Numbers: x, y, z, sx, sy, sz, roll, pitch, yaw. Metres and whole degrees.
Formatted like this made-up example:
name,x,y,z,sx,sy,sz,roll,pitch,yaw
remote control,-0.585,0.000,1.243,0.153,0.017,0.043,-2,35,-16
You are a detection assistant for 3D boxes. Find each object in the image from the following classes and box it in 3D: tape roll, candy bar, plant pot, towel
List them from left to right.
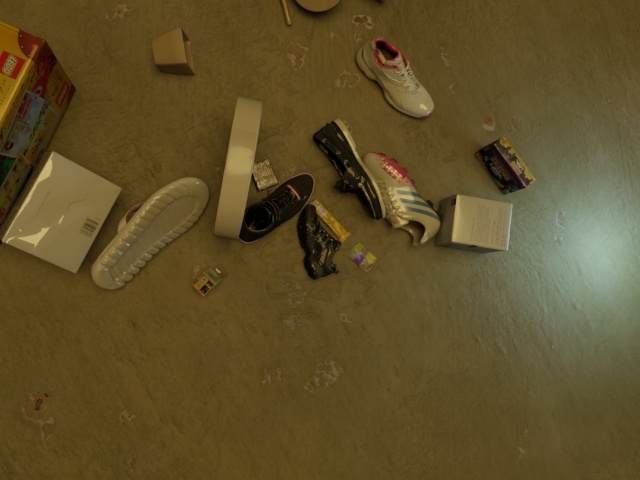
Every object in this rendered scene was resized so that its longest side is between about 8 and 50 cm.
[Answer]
name,x,y,z,sx,sy,sz,roll,pitch,yaw
plant pot,-0.436,-0.550,1.806,0.096,0.109,0.109,-9,87,1
tape roll,-0.227,-0.194,1.668,0.071,0.392,0.392,11,83,-10
candy bar,0.026,-0.064,1.889,0.040,0.018,0.161,-44,93,-15
towel,0.132,0.053,1.903,0.083,0.009,0.060,42,80,-5

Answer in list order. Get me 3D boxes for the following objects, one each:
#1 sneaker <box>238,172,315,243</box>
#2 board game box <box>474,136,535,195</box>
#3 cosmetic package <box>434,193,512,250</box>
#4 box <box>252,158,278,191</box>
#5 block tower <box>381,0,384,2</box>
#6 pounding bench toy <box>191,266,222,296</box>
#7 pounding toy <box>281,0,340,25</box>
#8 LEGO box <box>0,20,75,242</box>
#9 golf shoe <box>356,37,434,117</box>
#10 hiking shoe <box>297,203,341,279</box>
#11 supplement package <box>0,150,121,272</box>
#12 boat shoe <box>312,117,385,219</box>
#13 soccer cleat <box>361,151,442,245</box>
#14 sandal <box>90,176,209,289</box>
name,x,y,z,sx,sy,sz,roll,pitch,yaw
sneaker,-0.120,-0.102,1.800,0.295,0.147,0.105,-41,91,-13
board game box,0.581,-0.233,1.946,0.048,0.141,0.170,-38,92,-12
cosmetic package,0.471,-0.049,1.903,0.183,0.151,0.152,8,84,-9
box,-0.174,-0.199,1.863,0.067,0.018,0.083,-23,89,-12
block tower,0.083,-0.883,1.920,0.335,0.097,0.091,31,87,-3
pounding bench toy,-0.327,0.118,1.793,0.052,0.083,0.065,46,110,-1
pounding toy,-0.020,-0.795,1.918,0.236,0.110,0.183,-19,101,17
LEGO box,-0.854,-0.265,1.563,0.193,0.372,0.500,23,82,-8
golf shoe,0.243,-0.505,1.909,0.306,0.140,0.115,41,78,-6
hiking shoe,0.000,0.000,1.857,0.114,0.086,0.227,-9,92,-25
supplement package,-0.703,-0.078,1.656,0.204,0.145,0.262,32,80,-32
boat shoe,0.081,-0.200,1.857,0.113,0.127,0.340,-26,88,-11
soccer cleat,0.233,-0.124,1.875,0.331,0.116,0.143,45,63,-6
sandal,-0.498,-0.043,1.742,0.416,0.169,0.102,-44,54,-11
